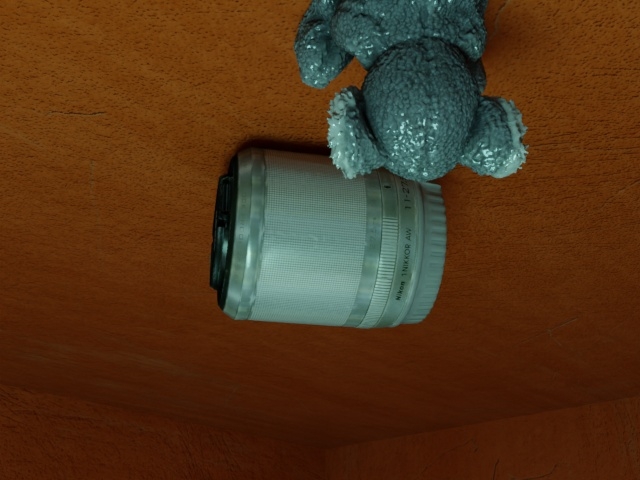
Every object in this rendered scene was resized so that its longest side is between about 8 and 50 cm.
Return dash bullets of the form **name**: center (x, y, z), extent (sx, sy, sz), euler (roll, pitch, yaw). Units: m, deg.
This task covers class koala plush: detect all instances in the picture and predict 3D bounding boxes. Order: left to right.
- **koala plush**: center (0.079, -0.149, 0.654), extent (0.196, 0.221, 0.203), euler (4, 154, -7)

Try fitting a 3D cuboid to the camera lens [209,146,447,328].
- **camera lens**: center (0.000, 0.000, 0.962), extent (0.274, 0.219, 0.219), euler (5, 154, -11)
